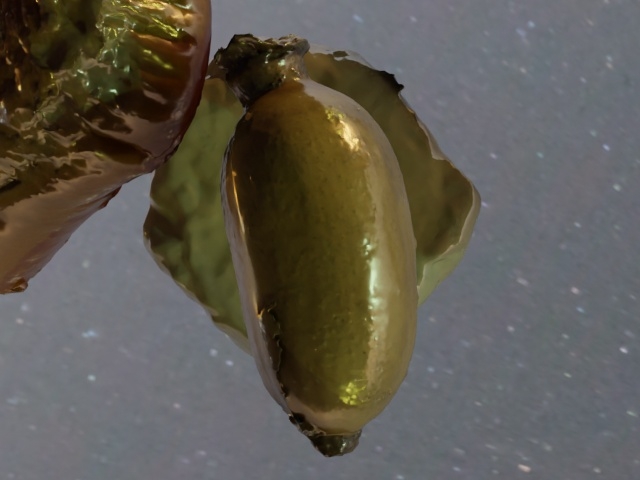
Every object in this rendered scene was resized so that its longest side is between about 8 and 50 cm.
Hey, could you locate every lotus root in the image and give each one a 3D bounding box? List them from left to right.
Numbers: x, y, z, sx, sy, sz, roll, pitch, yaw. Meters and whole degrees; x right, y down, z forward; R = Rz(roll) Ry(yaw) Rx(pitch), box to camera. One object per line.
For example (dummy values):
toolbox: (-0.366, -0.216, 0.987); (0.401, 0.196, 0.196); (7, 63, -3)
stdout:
lotus root: (0.002, -0.001, 1.078); (0.130, 0.146, 0.303); (-10, -93, -13)

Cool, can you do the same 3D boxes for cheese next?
cheese: (-0.009, -0.040, 1.471); (0.326, 0.115, 0.318); (0, -89, -1)

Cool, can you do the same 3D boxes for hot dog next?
hot dog: (-0.225, -0.188, 1.259); (0.365, 0.196, 0.367); (-39, -125, 45)
